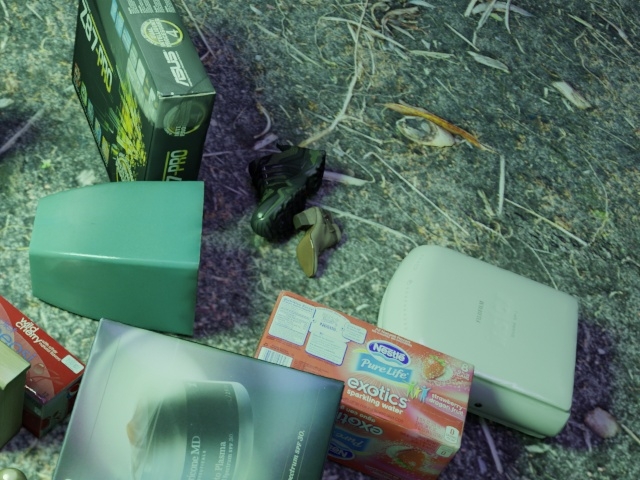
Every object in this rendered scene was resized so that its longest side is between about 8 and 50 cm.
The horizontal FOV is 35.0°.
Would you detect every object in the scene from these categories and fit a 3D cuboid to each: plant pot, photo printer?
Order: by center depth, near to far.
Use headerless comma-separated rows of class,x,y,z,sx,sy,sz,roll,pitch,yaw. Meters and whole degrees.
plant pot,-0.292,0.019,1.462,0.234,0.165,0.165,4,49,-7
photo printer,0.242,0.145,1.579,0.307,0.107,0.256,21,46,-2

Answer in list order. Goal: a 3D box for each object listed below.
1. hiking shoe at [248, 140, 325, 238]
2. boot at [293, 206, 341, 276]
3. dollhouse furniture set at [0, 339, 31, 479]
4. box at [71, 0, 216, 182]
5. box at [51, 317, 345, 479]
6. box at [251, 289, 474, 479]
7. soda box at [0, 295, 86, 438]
hiking shoe,-0.077,-0.085,1.695,0.114,0.086,0.227,17,41,16
boot,0.000,0.000,1.662,0.087,0.042,0.118,-1,76,-46
dollhouse furniture set,-0.516,0.249,1.158,0.303,0.174,0.355,35,47,12
box,-0.287,-0.244,1.579,0.097,0.318,0.395,-8,54,-27
box,-0.157,0.274,1.189,0.294,0.183,0.296,15,78,-6
box,0.045,0.212,1.422,0.300,0.142,0.154,21,46,-2
soda box,-0.433,0.137,1.343,0.263,0.092,0.083,37,49,13
